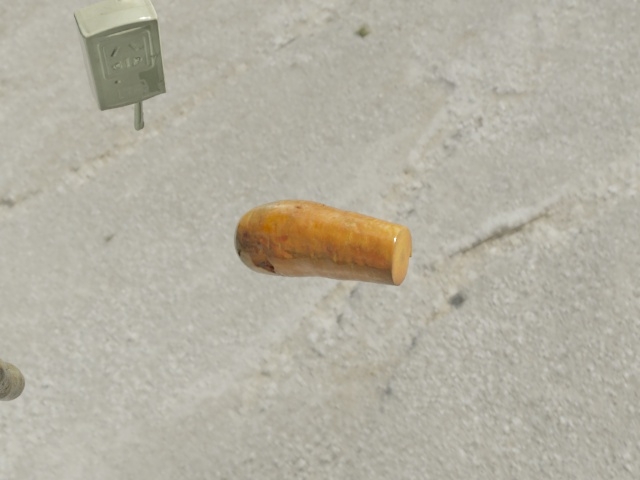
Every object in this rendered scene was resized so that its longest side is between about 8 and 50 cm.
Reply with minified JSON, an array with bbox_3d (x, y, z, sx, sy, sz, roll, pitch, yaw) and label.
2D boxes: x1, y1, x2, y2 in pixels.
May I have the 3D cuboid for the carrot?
[{"bbox_3d":[0.000,0.000,0.987,0.193,0.087,0.087,2,52,32],"label":"carrot"}]

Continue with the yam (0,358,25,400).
[{"bbox_3d":[-0.440,0.180,1.266,0.061,0.061,0.253,-48,-4,-15],"label":"yam"}]

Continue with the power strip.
[{"bbox_3d":[-0.195,-0.171,0.954,0.075,0.175,0.042,-20,59,-15],"label":"power strip"}]
